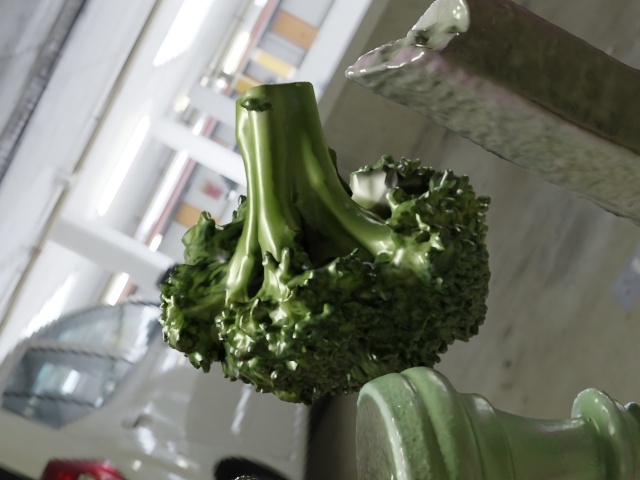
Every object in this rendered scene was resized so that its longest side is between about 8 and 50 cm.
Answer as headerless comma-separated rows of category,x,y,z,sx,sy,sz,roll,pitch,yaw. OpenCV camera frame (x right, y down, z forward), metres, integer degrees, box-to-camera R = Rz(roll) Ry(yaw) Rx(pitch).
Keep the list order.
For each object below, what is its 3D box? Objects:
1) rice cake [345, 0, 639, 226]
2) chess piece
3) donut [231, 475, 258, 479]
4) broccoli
rice cake,0.186,-0.032,0.614,0.072,0.365,0.056,-35,35,64
chess piece,0.166,0.138,0.811,0.139,0.271,0.139,173,90,-77
donut,-0.118,0.381,1.335,0.107,0.272,0.272,-11,34,26
broccoli,0.006,0.015,1.024,0.235,0.288,0.260,55,-154,-59
